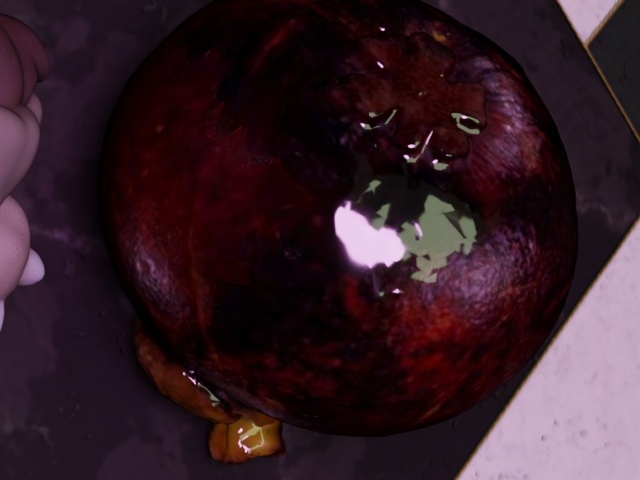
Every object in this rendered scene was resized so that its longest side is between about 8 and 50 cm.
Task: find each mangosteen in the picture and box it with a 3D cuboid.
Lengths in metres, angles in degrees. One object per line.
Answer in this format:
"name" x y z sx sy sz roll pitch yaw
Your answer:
"mangosteen" 0.010 -0.014 0.988 0.297 0.293 0.297 1 66 -2

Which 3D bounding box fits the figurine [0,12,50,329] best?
"figurine" -0.252 -0.143 0.830 0.248 0.203 0.380 21 61 -45
